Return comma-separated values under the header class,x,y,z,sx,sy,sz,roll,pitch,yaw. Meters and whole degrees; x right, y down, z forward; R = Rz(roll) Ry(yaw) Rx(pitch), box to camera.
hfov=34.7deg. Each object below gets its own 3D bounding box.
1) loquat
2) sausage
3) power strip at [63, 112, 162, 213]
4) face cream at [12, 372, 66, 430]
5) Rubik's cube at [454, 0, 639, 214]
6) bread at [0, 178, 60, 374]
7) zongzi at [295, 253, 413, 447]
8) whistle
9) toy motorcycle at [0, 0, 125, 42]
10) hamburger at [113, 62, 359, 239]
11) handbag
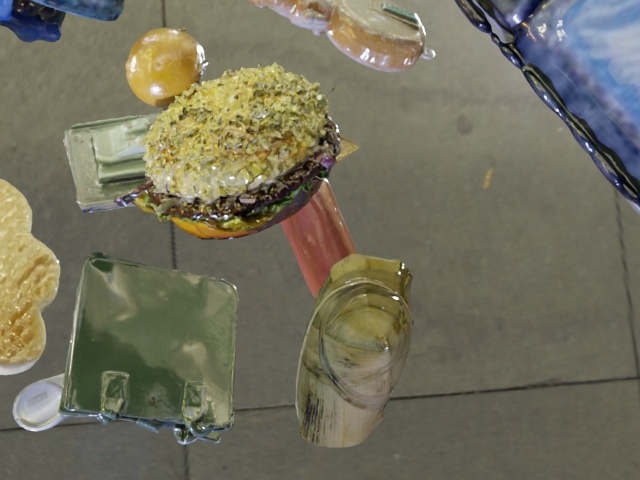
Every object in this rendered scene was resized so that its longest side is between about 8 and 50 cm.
class,x,y,z,sx,sy,sz,roll,pitch,yaw
loquat,-0.264,-0.298,1.752,0.141,0.141,0.141,4,79,-19
sausage,0.000,0.000,1.283,0.077,0.077,0.194,-24,93,-22
power strip,-0.269,-0.136,1.517,0.213,0.064,0.198,-12,45,-14
face cream,-0.420,0.255,1.660,0.107,0.269,0.073,-21,87,-1
Rubik's cube,0.229,-0.202,0.578,0.318,0.313,0.316,-39,86,13
bread,-0.439,0.032,1.134,0.316,0.054,0.316,20,50,-25
zongzi,0.013,0.052,0.358,0.040,0.083,0.076,10,109,-7
whistle,0.019,-0.232,1.049,0.220,0.057,0.107,19,34,-9
toy motorcycle,-0.298,-0.191,0.624,0.319,0.182,0.241,27,42,25
hamburger,-0.101,-0.103,1.155,0.262,0.243,0.139,-48,131,-33
handbag,-0.246,0.161,1.503,0.247,0.079,0.260,13,56,-20
